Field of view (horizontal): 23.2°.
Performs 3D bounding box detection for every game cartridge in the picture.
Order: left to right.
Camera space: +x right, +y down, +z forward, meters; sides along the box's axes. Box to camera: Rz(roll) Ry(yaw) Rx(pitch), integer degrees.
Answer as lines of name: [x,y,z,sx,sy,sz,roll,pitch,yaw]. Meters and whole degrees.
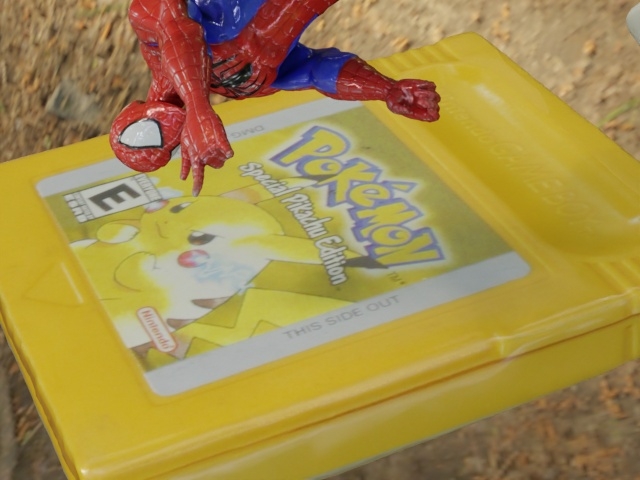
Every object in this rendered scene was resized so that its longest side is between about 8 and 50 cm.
game cartridge: [0.000,0.000,0.780,0.323,0.285,0.053,-19,125,-15]

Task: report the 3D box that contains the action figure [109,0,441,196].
action figure: [0.023,-0.104,0.594,0.091,0.280,0.139,28,27,-44]

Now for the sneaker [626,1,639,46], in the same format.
sneaker: [0.400,-0.213,1.184,0.148,0.350,0.131,51,50,-1]
